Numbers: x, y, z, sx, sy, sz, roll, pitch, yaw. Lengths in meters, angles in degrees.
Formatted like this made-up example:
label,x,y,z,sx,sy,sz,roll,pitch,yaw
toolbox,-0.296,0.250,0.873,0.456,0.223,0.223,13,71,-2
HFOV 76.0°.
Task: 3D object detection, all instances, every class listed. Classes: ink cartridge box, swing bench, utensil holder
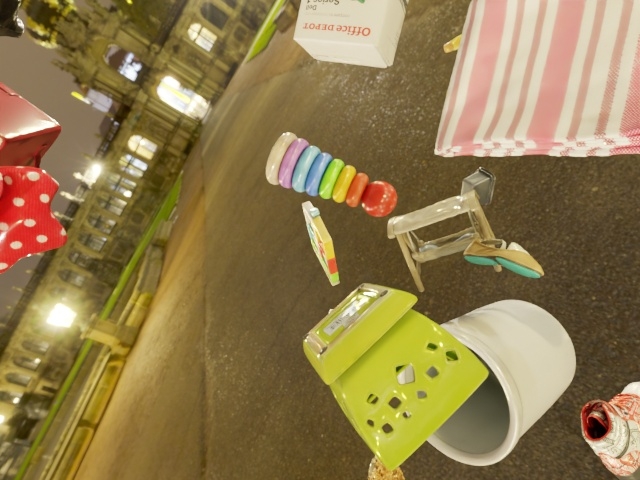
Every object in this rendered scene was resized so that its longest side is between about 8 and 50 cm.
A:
label,x,y,z,sx,sy,sz,roll,pitch,yaw
ink cartridge box,0.062,-0.421,0.684,0.160,0.092,0.219,17,99,24
swing bench,0.368,-0.014,1.223,0.253,0.254,0.165,-18,32,26
utensil holder,0.451,0.350,1.101,0.328,0.385,0.327,12,106,49

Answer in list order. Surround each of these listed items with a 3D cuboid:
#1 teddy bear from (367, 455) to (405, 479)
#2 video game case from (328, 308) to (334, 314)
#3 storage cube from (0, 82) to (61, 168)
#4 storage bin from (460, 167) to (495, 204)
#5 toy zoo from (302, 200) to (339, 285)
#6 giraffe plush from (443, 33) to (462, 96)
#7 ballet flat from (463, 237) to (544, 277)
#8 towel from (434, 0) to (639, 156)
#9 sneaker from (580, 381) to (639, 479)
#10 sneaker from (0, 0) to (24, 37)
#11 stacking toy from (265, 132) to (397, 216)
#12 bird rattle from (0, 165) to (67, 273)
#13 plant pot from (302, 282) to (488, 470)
label,x,y,z,sx,sy,sz,roll,pitch,yaw
teddy bear,0.188,0.676,0.995,0.113,0.245,0.338,-11,56,13
video game case,0.158,0.278,1.311,0.204,0.285,0.025,-65,-27,-70
storage cube,-0.565,-0.155,0.624,0.183,0.215,0.193,-48,21,9
storage bin,0.563,-0.188,1.500,0.098,0.091,0.135,51,157,44
toy zoo,0.000,0.000,1.379,0.030,0.293,0.192,-23,52,-8
giraffe plush,0.316,-0.331,0.679,0.170,0.181,0.210,103,163,-71
ballet flat,0.455,0.032,1.021,0.073,0.080,0.232,-60,27,-6
towel,0.181,-0.127,0.274,0.197,0.029,0.144,7,77,39
sneaker,0.713,0.409,0.973,0.270,0.145,0.090,-46,3,-33
sneaker,-0.532,-0.393,0.689,0.089,0.051,0.170,-48,27,14
stacking toy,0.034,-0.149,1.037,0.141,0.330,0.141,-63,-9,-17
bird rattle,-0.344,-0.085,0.346,0.207,0.253,0.143,-7,24,14
plant pot,0.104,0.206,0.727,0.228,0.207,0.227,-41,7,-10
